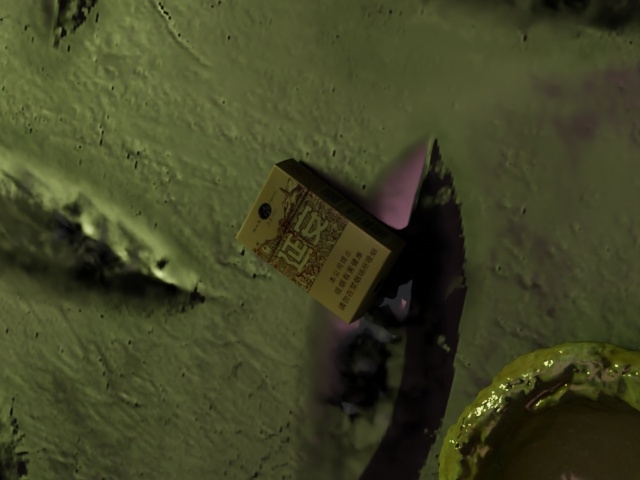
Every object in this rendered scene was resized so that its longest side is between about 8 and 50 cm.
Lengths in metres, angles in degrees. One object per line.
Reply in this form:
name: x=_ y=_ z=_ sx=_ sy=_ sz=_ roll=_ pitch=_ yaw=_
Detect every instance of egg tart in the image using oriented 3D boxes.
egg tart: x=0.153 y=0.139 z=0.985 sx=0.197 sy=0.078 sz=0.197 roll=8 pitch=109 yaw=25

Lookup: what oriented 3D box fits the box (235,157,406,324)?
box: x=0.000 y=0.000 z=1.060 sx=0.083 sy=0.024 sz=0.053 roll=35 pitch=117 yaw=14
